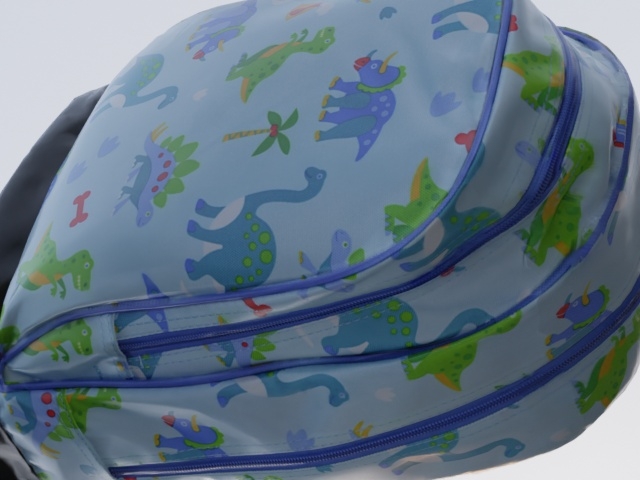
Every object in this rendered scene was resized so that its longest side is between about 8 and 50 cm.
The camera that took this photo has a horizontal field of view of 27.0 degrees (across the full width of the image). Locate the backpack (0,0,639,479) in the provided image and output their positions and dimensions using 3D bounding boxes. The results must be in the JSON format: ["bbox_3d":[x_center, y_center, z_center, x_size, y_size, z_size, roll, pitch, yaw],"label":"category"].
[{"bbox_3d":[0.000,0.000,0.697,0.273,0.356,0.290,77,-152,-45],"label":"backpack"}]
